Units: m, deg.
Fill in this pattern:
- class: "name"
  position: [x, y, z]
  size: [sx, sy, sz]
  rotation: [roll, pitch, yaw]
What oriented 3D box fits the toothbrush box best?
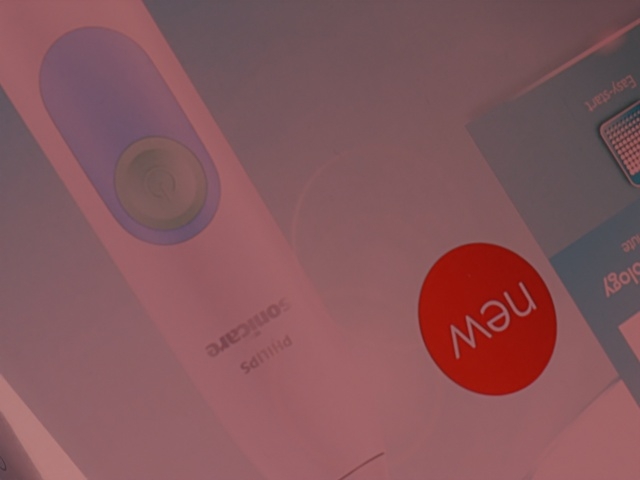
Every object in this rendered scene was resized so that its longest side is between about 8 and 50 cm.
- class: "toothbrush box"
  position: [0.000, 0.000, 0.455]
  size: [0.216, 0.126, 0.295]
  rotation: [-31, 90, -28]
